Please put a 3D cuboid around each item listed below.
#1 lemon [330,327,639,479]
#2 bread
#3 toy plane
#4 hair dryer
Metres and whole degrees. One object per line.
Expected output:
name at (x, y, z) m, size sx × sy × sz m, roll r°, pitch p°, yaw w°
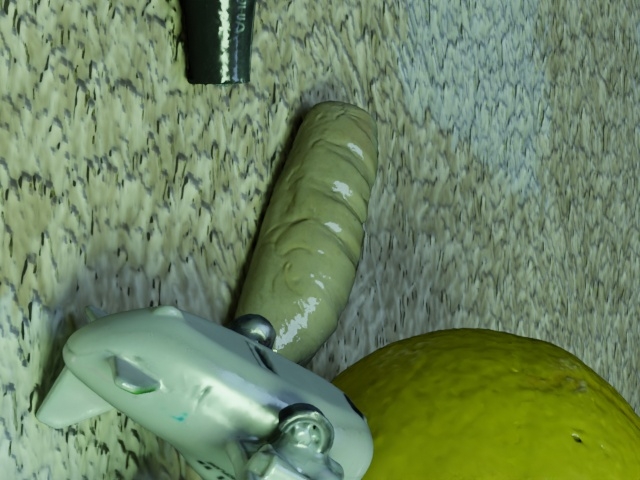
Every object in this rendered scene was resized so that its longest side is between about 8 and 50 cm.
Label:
lemon at (0.086, 0.158, 1.113) m, size 0.219 × 0.240 × 0.240 m, roll -81°, pitch 153°, yaw -56°
bread at (0.000, 0.000, 1.162) m, size 0.073 × 0.053 × 0.214 m, roll 63°, pitch 34°, yaw -42°
toy plane at (-0.050, 0.084, 0.963) m, size 0.080 × 0.174 × 0.174 m, roll -59°, pitch 155°, yaw 12°
hair dryer at (0.000, -0.194, 1.121) m, size 0.219 × 0.075 × 0.196 m, roll -10°, pitch 104°, yaw -40°
